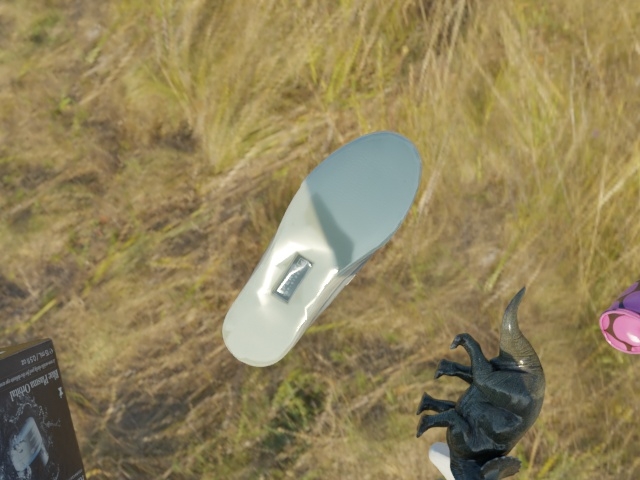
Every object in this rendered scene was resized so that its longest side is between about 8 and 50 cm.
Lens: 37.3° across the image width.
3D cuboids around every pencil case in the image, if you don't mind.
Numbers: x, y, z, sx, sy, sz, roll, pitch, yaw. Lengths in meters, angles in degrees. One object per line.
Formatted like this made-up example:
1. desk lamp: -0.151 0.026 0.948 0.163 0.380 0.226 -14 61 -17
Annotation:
1. pencil case: 0.511 0.087 1.406 0.209 0.095 0.098 -35 37 -28

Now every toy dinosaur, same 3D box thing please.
1. toy dinosaur: 0.223 0.213 1.243 0.160 0.121 0.313 23 90 2

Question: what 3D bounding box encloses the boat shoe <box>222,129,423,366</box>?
1. boat shoe: 0.001 0.001 0.763 0.079 0.081 0.227 37 109 -2

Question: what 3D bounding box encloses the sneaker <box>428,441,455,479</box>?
1. sneaker: 0.249 0.412 1.519 0.212 0.080 0.094 36 102 -1

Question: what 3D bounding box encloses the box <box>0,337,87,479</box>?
1. box: -0.299 0.184 0.862 0.093 0.156 0.158 -12 93 11

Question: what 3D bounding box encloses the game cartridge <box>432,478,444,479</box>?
1. game cartridge: 0.148 0.451 1.092 0.230 0.355 0.068 -30 1 40
